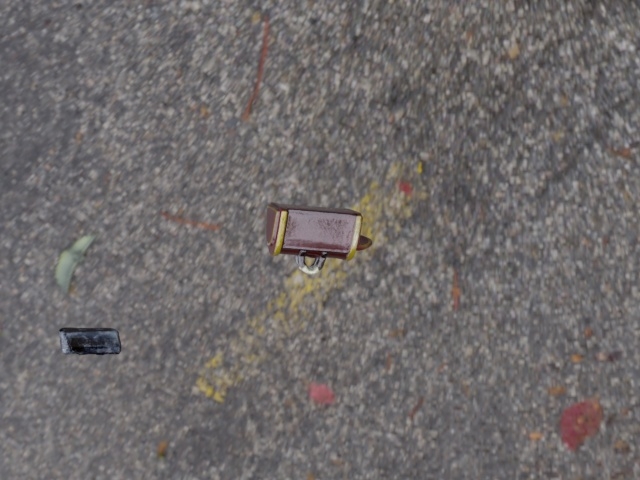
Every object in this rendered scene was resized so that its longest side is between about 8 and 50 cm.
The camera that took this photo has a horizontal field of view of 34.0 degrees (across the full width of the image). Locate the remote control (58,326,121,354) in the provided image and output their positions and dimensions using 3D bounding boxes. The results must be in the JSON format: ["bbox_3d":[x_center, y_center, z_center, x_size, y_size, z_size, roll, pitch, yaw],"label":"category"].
[{"bbox_3d":[-0.310,0.136,1.422,0.014,0.096,0.039,-29,66,39],"label":"remote control"}]

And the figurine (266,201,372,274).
[{"bbox_3d":[0.001,0.000,1.478,0.154,0.082,0.098,6,93,-16],"label":"figurine"}]
